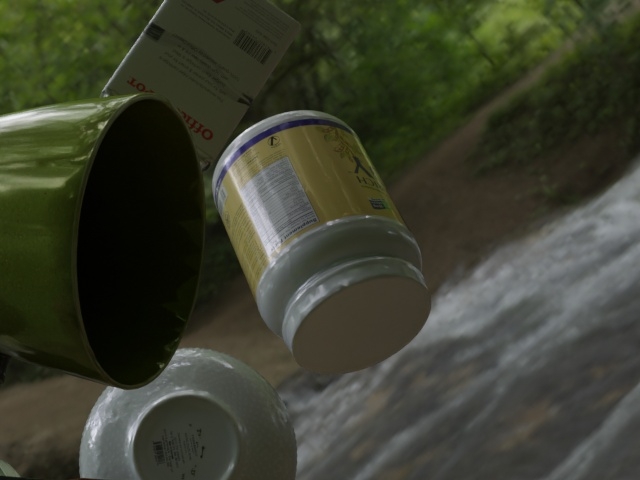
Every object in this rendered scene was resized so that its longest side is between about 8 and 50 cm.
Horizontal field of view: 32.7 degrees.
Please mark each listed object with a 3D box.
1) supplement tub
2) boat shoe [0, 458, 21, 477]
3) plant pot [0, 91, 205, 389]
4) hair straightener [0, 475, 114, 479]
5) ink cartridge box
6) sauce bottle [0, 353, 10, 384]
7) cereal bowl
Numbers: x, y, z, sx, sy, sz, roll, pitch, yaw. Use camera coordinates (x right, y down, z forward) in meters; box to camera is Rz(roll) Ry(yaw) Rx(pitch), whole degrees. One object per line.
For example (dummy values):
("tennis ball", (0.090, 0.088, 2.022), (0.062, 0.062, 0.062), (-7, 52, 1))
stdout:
("supplement tub", (0.000, 0.000, 1.561), (0.241, 0.241, 0.331), (-43, 49, 20))
("boat shoe", (-0.416, 0.377, 1.319), (0.156, 0.187, 0.500), (-23, 1, -22))
("plant pot", (-0.298, -0.009, 1.050), (0.293, 0.275, 0.275), (4, 26, 17))
("hair straightener", (-0.210, 0.224, 0.829), (0.047, 0.230, 0.089), (-152, 73, -66))
("ink cartridge box", (-0.151, -0.216, 1.358), (0.218, 0.158, 0.092), (-58, 11, -14))
("sauce bottle", (-0.343, 0.095, 1.192), (0.042, 0.042, 0.128), (-37, 37, 54))
("cereal bowl", (-0.196, 0.320, 1.633), (0.339, 0.339, 0.141), (-47, -7, -17))
